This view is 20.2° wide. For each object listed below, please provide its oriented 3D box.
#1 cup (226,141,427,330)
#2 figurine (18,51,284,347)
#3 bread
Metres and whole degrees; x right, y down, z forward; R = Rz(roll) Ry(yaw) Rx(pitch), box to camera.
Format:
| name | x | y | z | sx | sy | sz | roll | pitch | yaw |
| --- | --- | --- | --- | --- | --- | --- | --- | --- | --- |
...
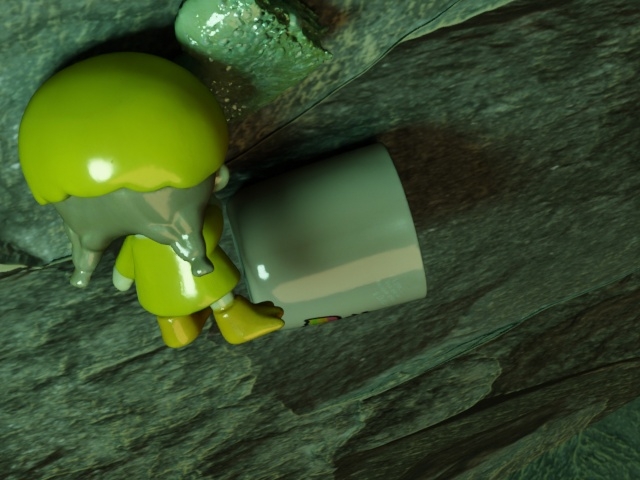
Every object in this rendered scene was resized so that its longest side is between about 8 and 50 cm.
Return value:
| name | x | y | z | sx | sy | sz | roll | pitch | yaw |
| --- | --- | --- | --- | --- | --- | --- | --- | --- | --- |
| cup | 0.000 | 0.000 | 2.142 | 0.200 | 0.191 | 0.253 | -16 | -175 | -3 |
| figurine | -0.165 | -0.035 | 1.832 | 0.215 | 0.187 | 0.344 | -16 | 123 | 18 |
| bread | -0.072 | -0.193 | 1.842 | 0.172 | 0.064 | 0.232 | -9 | 152 | -19 |
